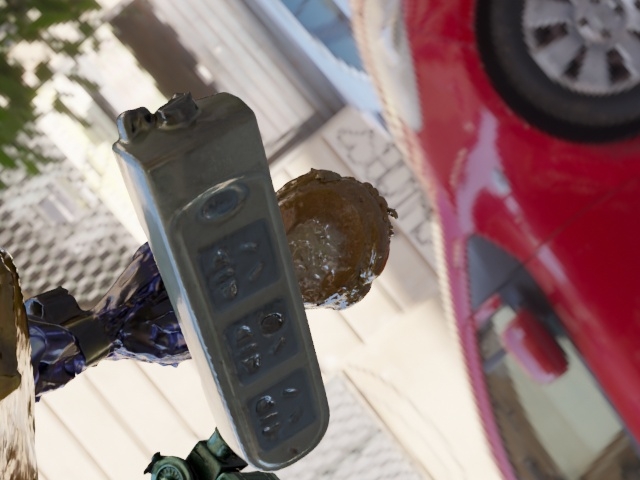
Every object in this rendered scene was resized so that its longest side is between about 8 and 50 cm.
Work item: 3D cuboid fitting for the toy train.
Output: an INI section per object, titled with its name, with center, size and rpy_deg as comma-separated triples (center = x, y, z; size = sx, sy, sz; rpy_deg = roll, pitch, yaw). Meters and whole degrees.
[toy train]
center = -0.139, 0.329, 1.457
size = 0.154, 0.269, 0.115
rpy_deg = 40, -166, 23

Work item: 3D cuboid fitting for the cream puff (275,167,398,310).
[cream puff]
center = 0.003, 0.002, 1.280
size = 0.126, 0.144, 0.103
rpy_deg = 35, -170, 7

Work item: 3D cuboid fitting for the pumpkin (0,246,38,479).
[pumpkin]
center = -0.227, 0.114, 0.533
size = 0.303, 0.226, 0.256
rpy_deg = 143, 123, -77

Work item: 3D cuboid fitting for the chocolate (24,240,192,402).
[chocolate]
center = -0.211, 0.082, 1.123
size = 0.148, 0.126, 0.343
rpy_deg = 23, -151, 35

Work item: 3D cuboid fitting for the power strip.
[power strip]
center = -0.054, 0.037, 0.845
size = 0.048, 0.080, 0.285
rpy_deg = 39, 149, 50
